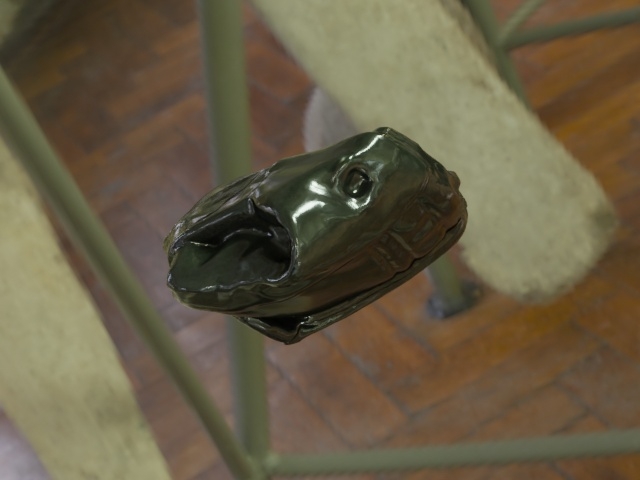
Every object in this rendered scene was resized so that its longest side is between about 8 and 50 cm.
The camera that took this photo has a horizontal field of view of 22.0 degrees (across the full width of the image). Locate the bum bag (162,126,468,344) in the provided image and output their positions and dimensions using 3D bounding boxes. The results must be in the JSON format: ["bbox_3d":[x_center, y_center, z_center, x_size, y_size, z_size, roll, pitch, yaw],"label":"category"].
[{"bbox_3d":[0.000,0.000,0.767,0.142,0.080,0.326,-19,-1,6],"label":"bum bag"}]
